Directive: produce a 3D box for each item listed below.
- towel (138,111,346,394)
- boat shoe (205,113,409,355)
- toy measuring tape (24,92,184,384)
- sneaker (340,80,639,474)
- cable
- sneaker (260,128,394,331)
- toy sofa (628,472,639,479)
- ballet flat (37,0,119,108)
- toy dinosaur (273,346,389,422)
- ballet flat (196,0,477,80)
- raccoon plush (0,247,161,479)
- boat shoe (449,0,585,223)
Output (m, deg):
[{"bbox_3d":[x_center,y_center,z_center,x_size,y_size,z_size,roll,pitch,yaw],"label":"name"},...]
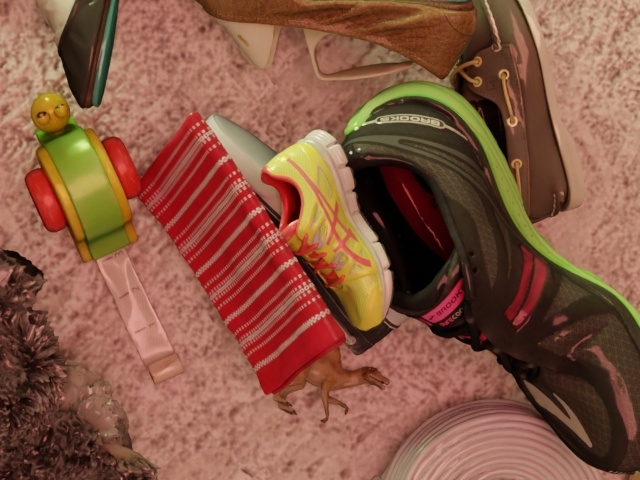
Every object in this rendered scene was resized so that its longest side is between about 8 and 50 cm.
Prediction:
[{"bbox_3d":[-0.087,0.019,1.746,0.031,0.199,0.275,-31,86,-29],"label":"towel"},{"bbox_3d":[-0.035,0.000,1.822,0.105,0.113,0.306,-41,112,12],"label":"boat shoe"},{"bbox_3d":[-0.220,0.000,1.780,0.121,0.121,0.330,-24,96,-9],"label":"toy measuring tape"},{"bbox_3d":[0.172,0.063,1.790,0.483,0.185,0.202,51,49,5],"label":"sneaker"},{"bbox_3d":[0.189,0.301,1.882,0.257,0.089,0.257,41,84,-10],"label":"cable"},{"bbox_3d":[0.000,0.000,1.716,0.094,0.081,0.208,-23,89,-29],"label":"sneaker"},{"bbox_3d":[0.457,0.269,1.922,0.150,0.177,0.362,21,87,-36],"label":"toy sofa"},{"bbox_3d":[-0.235,-0.274,1.768,0.096,0.095,0.280,16,78,-2],"label":"ballet flat"},{"bbox_3d":[-0.020,0.140,1.865,0.183,0.053,0.093,25,74,-7],"label":"toy dinosaur"},{"bbox_3d":[-0.009,-0.233,1.811,0.342,0.116,0.124,10,112,-1],"label":"ballet flat"},{"bbox_3d":[-0.371,0.212,1.658,0.446,0.216,0.299,-33,93,-40],"label":"raccoon plush"},{"bbox_3d":[0.196,-0.163,1.859,0.091,0.109,0.305,-22,100,-15],"label":"boat shoe"}]
